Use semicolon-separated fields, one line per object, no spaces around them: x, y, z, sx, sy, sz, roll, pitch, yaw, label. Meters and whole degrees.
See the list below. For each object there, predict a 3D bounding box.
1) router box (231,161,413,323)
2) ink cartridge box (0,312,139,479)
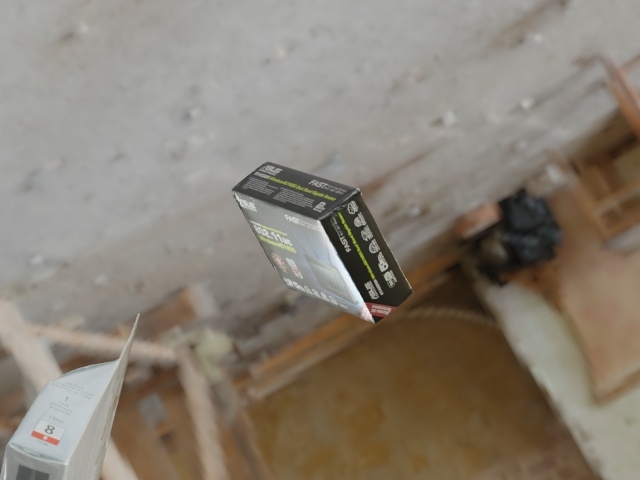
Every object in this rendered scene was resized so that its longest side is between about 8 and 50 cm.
0.000;0.000;1.259;0.038;0.092;0.122;-39;-152;-20;router box
-0.167;0.141;1.162;0.179;0.045;0.145;-76;-178;-61;ink cartridge box
